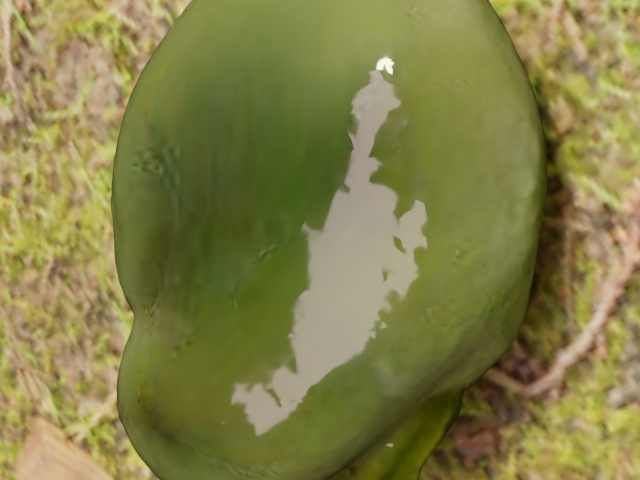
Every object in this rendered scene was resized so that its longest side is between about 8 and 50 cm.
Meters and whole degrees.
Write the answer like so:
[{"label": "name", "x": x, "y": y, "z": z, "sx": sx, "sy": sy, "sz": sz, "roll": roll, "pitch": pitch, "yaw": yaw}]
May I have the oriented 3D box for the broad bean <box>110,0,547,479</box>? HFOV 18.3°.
[{"label": "broad bean", "x": 0.000, "y": 0.000, "z": 0.723, "sx": 0.169, "sy": 0.100, "sz": 0.228, "roll": 4, "pitch": 106, "yaw": 26}]
